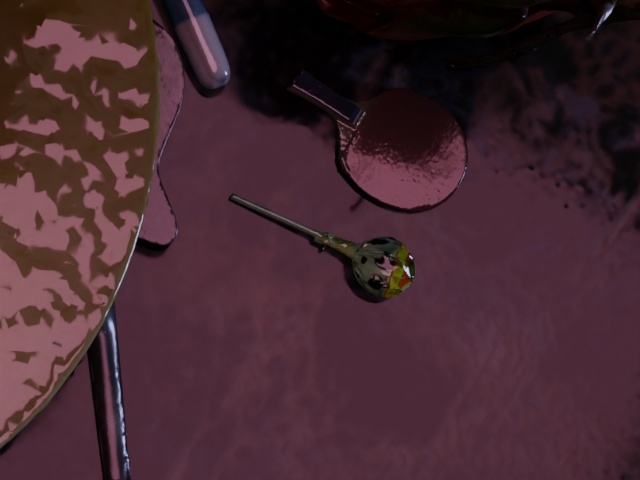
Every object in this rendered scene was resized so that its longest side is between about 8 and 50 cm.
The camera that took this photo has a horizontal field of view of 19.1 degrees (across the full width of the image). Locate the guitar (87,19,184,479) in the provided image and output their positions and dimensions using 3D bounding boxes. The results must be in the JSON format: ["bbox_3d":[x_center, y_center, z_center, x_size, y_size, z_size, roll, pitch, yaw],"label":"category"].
[{"bbox_3d":[-0.090,0.021,0.766,0.088,0.025,0.233,-6,84,-10],"label":"guitar"}]

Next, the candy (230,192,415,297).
[{"bbox_3d":[0.000,0.000,0.787,0.083,0.023,0.025,22,96,1],"label":"candy"}]

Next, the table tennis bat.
[{"bbox_3d":[0.024,-0.045,0.801,0.083,0.007,0.050,33,80,-6],"label":"table tennis bat"}]

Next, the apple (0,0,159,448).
[{"bbox_3d":[-0.192,-0.053,0.624,0.292,0.292,0.254,27,76,-5],"label":"apple"}]

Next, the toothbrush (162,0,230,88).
[{"bbox_3d":[-0.099,-0.189,0.781,0.025,0.019,0.276,-28,93,-18],"label":"toothbrush"}]

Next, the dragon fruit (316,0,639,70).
[{"bbox_3d":[0.054,-0.170,0.693,0.233,0.293,0.234,-8,129,-10],"label":"dragon fruit"}]
